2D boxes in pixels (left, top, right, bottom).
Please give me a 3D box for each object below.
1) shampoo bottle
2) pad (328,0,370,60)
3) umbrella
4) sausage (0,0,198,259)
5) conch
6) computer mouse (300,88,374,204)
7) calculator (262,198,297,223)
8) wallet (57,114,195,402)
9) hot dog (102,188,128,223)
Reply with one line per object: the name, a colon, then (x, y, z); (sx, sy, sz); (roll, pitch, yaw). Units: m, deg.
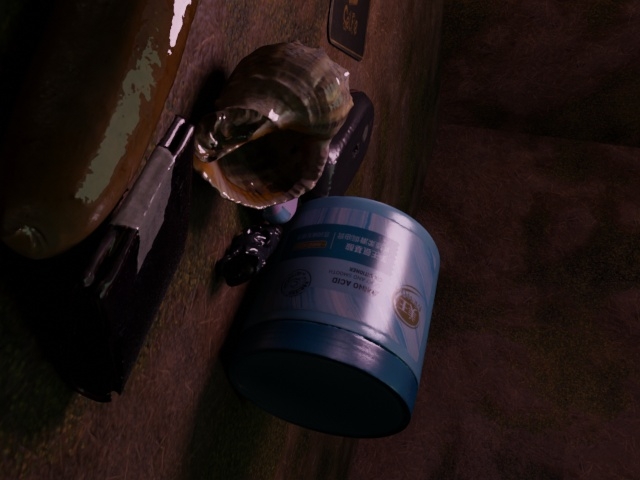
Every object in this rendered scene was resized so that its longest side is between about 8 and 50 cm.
shampoo bottle: (0.039, 0.141, 1.326); (0.331, 0.332, 0.342); (82, 22, -52)
pad: (0.099, -0.525, 1.658); (0.375, 0.063, 0.314); (-25, 124, -73)
umbrella: (-0.108, 0.006, 1.215); (0.071, 0.080, 0.224); (60, 18, -7)
sausage: (-0.178, -0.220, 0.649); (0.136, 0.123, 0.500); (37, 64, -69)
conch: (-0.080, -0.176, 1.025); (0.291, 0.159, 0.210); (-23, 142, -27)
computer mouse: (0.020, -0.187, 1.467); (0.182, 0.116, 0.323); (85, 25, -43)
calculator: (-0.065, -0.173, 1.256); (0.173, 0.051, 0.292); (37, 60, -74)
wallet: (-0.190, 0.028, 0.740); (0.262, 0.072, 0.220); (114, -2, -54)
hot dog: (-0.235, -0.032, 0.720); (0.133, 0.041, 0.056); (-59, 155, -56)
